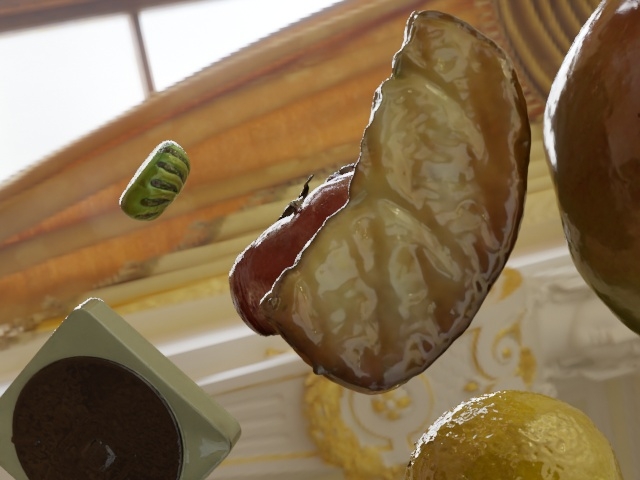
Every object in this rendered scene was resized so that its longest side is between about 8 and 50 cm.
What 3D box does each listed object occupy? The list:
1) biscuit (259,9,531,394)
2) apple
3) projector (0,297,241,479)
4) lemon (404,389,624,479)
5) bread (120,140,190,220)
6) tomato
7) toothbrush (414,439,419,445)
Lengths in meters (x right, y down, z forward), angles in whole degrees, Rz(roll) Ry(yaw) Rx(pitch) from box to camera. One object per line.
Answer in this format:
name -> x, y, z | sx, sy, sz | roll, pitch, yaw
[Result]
biscuit -> 0.076, -0.026, 0.748 | 0.299, 0.154, 0.045 | -63, 167, -8
apple -> 0.329, -0.071, 0.754 | 0.305, 0.339, 0.338 | -41, -123, 38
projector -> -0.270, 0.241, 1.247 | 0.259, 0.257, 0.079 | 42, 19, -2
lemon -> 0.240, 0.320, 1.224 | 0.293, 0.293, 0.292 | 167, -90, -77
bread -> -0.244, -0.089, 1.488 | 0.130, 0.071, 0.139 | -54, -167, 11
tomato -> -0.003, -0.002, 0.947 | 0.101, 0.228, 0.228 | 50, -12, -5
toothbrush -> 0.217, 0.362, 1.887 | 0.006, 0.097, 0.008 | 57, -7, -36
